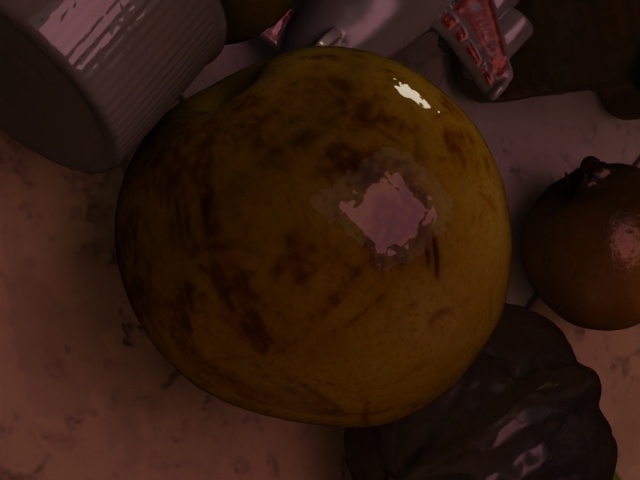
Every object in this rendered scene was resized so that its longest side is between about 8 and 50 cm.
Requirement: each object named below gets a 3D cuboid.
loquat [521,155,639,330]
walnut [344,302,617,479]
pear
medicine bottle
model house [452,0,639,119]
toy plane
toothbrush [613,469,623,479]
[{"bbox_3d":[0.249,0.004,1.430,0.163,0.137,0.163,-1,93,-25],"label":"loquat"},{"bbox_3d":[0.128,0.157,1.286,0.224,0.224,0.224,4,84,-39],"label":"walnut"},{"bbox_3d":[0.000,0.000,1.142,0.281,0.281,0.280,4,84,-39],"label":"pear"},{"bbox_3d":[-0.094,-0.245,1.109,0.224,0.224,0.384,49,66,-25],"label":"medicine bottle"},{"bbox_3d":[0.337,-0.268,1.394,0.382,0.343,0.334,-13,96,-39],"label":"model house"},{"bbox_3d":[0.053,-0.204,1.280,0.252,0.118,0.252,3,79,-13],"label":"toy plane"},{"bbox_3d":[0.261,0.206,1.494,0.263,0.026,0.022,48,65,-26],"label":"toothbrush"}]
